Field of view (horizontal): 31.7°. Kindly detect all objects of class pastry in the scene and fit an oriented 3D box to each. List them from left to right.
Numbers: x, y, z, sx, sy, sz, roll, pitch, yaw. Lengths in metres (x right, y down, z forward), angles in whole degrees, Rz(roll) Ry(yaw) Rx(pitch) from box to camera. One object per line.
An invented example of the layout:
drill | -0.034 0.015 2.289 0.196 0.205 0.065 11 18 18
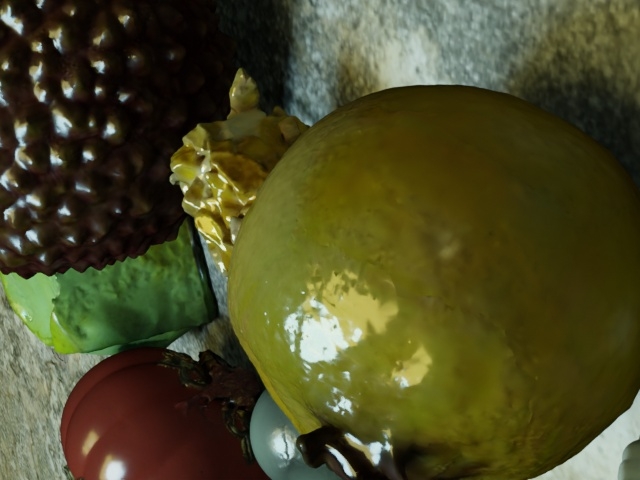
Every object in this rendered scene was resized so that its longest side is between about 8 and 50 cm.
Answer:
pastry | 0.000 0.000 0.791 0.250 0.154 0.102 57 145 14

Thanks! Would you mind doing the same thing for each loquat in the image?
loquat | 0.063 0.033 0.599 0.244 0.244 0.244 35 133 48

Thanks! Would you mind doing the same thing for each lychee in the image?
lychee | -0.220 -0.116 0.909 0.306 0.306 0.330 48 139 37

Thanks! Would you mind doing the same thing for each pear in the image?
pear | -0.259 -0.005 1.201 0.282 0.176 0.286 -3 101 62

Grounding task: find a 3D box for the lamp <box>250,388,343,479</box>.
lamp | -0.005 0.154 0.916 0.105 0.105 0.105 35 133 48

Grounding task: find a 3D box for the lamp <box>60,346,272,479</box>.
lamp | -0.137 0.199 1.072 0.227 0.227 0.227 35 133 48

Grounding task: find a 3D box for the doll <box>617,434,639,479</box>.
doll | 0.210 0.056 0.489 0.138 0.119 0.293 -88 4 -54
